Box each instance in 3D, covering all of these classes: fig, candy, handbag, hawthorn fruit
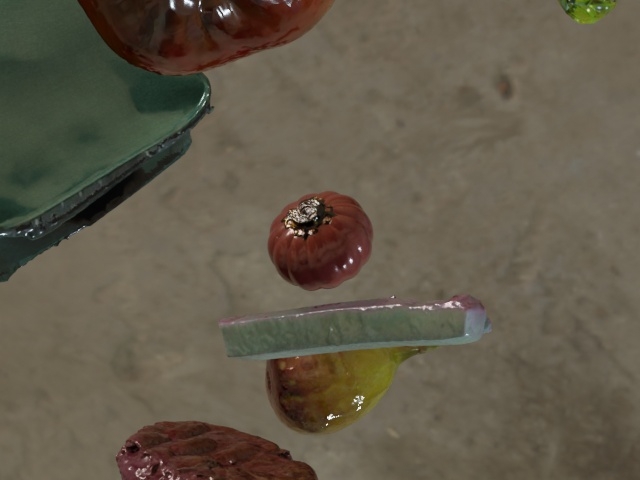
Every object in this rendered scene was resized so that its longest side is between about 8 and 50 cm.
[{"bbox_3d":[0.048,0.159,1.650,0.257,0.159,0.159,-13,93,-26],"label":"fig"},{"bbox_3d":[0.269,-0.279,1.441,0.262,0.073,0.077,-20,87,-57],"label":"candy"},{"bbox_3d":[-0.260,-0.120,1.068,0.274,0.100,0.268,40,54,11],"label":"handbag"},{"bbox_3d":[-0.085,-0.236,0.900,0.224,0.261,0.224,1,113,1],"label":"hawthorn fruit"}]

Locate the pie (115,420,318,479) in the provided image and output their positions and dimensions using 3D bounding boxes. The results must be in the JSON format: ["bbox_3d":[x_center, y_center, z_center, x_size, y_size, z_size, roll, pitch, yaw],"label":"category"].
[{"bbox_3d":[-0.069,0.164,0.906,0.154,0.154,0.036,11,97,-18],"label":"pie"}]

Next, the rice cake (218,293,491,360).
[{"bbox_3d":[0.029,0.082,1.211,0.081,0.290,0.051,13,73,-51],"label":"rice cake"}]

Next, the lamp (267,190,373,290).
[{"bbox_3d":[0.000,0.000,1.277,0.107,0.107,0.092,-42,138,-14],"label":"lamp"}]
